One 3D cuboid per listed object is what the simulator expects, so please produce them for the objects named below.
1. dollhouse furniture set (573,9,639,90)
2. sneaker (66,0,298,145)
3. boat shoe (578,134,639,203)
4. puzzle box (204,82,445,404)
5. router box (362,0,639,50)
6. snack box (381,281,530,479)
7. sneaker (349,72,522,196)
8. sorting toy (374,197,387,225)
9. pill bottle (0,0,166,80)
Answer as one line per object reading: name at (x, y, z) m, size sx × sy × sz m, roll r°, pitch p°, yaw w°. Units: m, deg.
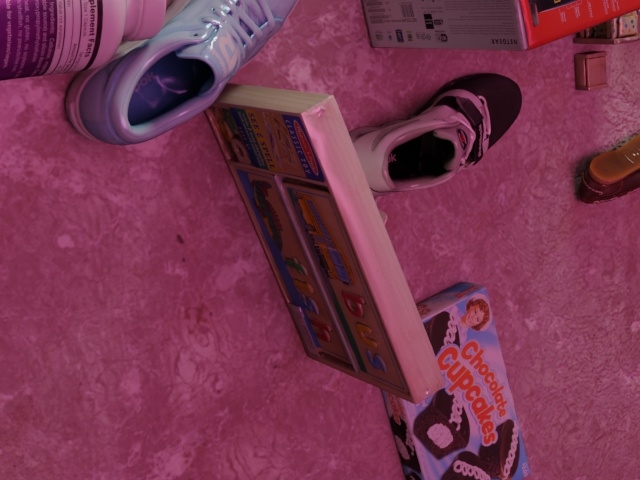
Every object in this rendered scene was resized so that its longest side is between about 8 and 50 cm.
dollhouse furniture set at (0.477, -0.328, 2.021) m, size 0.161 × 0.101 × 0.182 m, roll -14°, pitch 105°, yaw -29°
sneaker at (-0.132, -0.231, 1.629) m, size 0.366 × 0.150 × 0.135 m, roll -44°, pitch 126°, yaw -15°
boat shoe at (0.490, -0.114, 2.092) m, size 0.207 × 0.073 × 0.073 m, roll -18°, pitch 145°, yaw -25°
puzzle box at (0.000, 0.000, 1.685) m, size 0.052 × 0.272 × 0.409 m, roll -32°, pitch 113°, yaw -23°
router box at (0.270, -0.331, 1.754) m, size 0.301 × 0.335 × 0.082 m, roll -22°, pitch 109°, yaw -26°
snack box at (0.194, 0.243, 1.970) m, size 0.187 × 0.060 × 0.322 m, roll -26°, pitch 111°, yaw -26°
sneaker at (0.179, -0.137, 1.848) m, size 0.330 × 0.146 × 0.122 m, roll -29°, pitch 111°, yaw -26°
sorting toy at (0.073, -0.015, 1.842) m, size 0.045 × 0.075 × 0.083 m, roll -13°, pitch 105°, yaw -29°
pill bottle at (-0.344, -0.270, 1.480) m, size 0.323 × 0.181 × 0.181 m, roll -12°, pitch 105°, yaw -30°
